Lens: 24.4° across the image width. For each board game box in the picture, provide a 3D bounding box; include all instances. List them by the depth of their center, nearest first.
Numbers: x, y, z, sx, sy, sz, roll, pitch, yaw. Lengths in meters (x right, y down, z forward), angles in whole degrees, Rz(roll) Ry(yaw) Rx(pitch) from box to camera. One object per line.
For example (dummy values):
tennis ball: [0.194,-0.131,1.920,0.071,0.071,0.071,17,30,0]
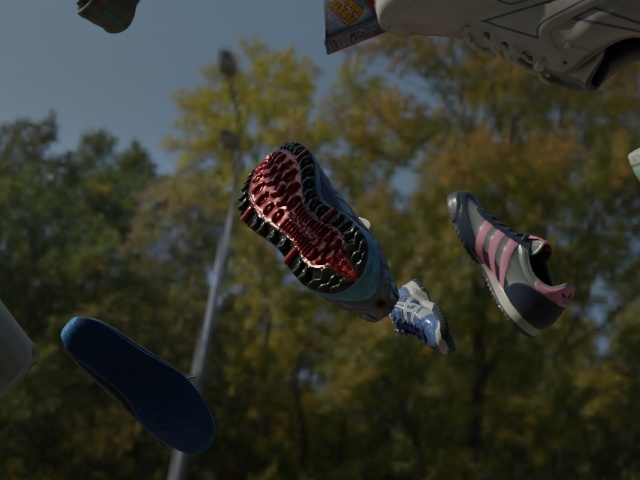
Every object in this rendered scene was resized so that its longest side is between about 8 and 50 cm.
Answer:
board game box: [0.059,-0.373,2.176,0.194,0.194,0.060,-35,-15,-5]

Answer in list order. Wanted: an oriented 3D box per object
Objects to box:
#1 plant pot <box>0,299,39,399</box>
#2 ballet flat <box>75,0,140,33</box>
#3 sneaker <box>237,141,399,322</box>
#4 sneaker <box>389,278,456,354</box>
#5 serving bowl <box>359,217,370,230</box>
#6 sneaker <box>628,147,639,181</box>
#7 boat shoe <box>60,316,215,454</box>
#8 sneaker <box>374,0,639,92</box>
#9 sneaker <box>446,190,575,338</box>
plant pot: [-0.469,0.086,1.514,0.305,0.334,0.334,48,-27,-6]
ballet flat: [-0.228,-0.288,1.622,0.068,0.213,0.072,35,-65,-25]
sneaker: [0.000,0.000,1.581,0.104,0.262,0.125,-39,-48,7]
sneaker: [0.167,0.142,2.516,0.081,0.080,0.211,-23,26,-8]
serving bowl: [0.029,-0.002,2.001,0.083,0.083,0.027,-1,-63,27]
sneaker: [0.574,-0.094,2.208,0.094,0.151,0.256,-28,3,-20]
boat shoe: [-0.247,0.194,2.072,0.258,0.109,0.089,47,-11,-1]
sneaker: [0.182,-0.189,1.235,0.297,0.129,0.111,0,-9,25]
sneaker: [0.342,0.015,2.624,0.131,0.319,0.112,-41,-30,22]
